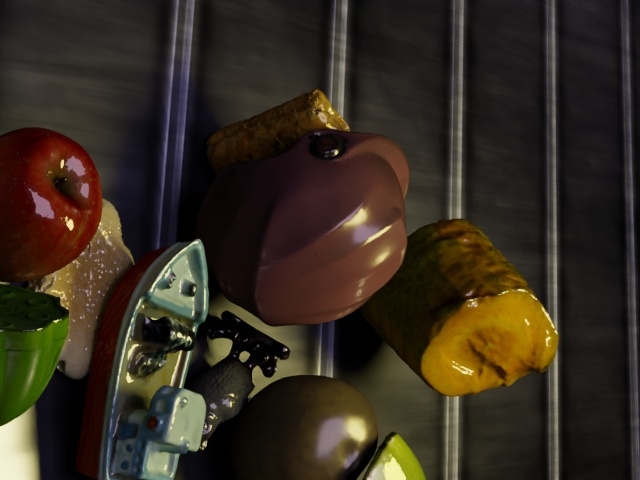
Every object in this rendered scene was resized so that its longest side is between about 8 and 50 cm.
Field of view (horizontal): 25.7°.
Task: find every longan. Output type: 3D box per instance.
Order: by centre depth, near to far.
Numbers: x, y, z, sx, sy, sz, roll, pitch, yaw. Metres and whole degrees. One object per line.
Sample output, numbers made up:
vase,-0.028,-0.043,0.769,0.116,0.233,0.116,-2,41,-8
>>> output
longan,-0.027,0.290,2.001,0.220,0.196,0.196,-48,127,-6

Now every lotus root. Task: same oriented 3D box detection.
lotus root,-0.385,0.150,1.604,0.186,0.186,0.186,18,67,-51

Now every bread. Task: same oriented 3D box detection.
bread,-0.305,0.056,1.821,0.182,0.039,0.251,33,56,-45
bread,-0.060,-0.138,2.059,0.114,0.211,0.083,49,31,-33

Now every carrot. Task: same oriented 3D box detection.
carrot,0.204,0.096,2.272,0.241,0.340,0.241,-17,128,-22

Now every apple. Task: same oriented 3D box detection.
apple,-0.353,-0.042,1.669,0.181,0.168,0.181,22,60,-44

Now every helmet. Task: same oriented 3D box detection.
helmet,0.000,0.000,1.983,0.197,0.338,0.271,-116,-162,-45

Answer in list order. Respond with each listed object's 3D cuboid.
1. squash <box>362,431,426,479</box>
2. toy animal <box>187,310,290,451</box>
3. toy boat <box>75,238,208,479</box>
squash,0.062,0.424,2.042,0.233,0.210,0.309,-50,130,-47
toy animal,-0.147,0.210,1.985,0.210,0.121,0.117,-52,169,-27
toy boat,-0.205,0.158,1.805,0.145,0.133,0.331,31,66,-56
